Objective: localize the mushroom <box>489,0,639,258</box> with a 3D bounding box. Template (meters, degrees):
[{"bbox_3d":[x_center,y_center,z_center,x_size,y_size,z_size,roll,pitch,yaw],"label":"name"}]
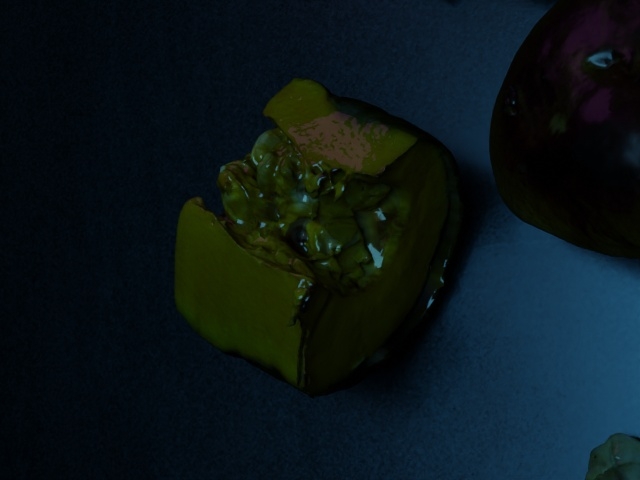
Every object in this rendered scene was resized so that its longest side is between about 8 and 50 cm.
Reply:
[{"bbox_3d":[0.331,-0.105,1.764,0.345,0.259,0.345,-25,44,28],"label":"mushroom"}]

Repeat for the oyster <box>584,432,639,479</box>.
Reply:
[{"bbox_3d":[0.371,0.335,1.709,0.354,0.107,0.201,36,102,26],"label":"oyster"}]

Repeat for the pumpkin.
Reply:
[{"bbox_3d":[0.000,0.000,1.862,0.225,0.256,0.303,33,73,31],"label":"pumpkin"}]
